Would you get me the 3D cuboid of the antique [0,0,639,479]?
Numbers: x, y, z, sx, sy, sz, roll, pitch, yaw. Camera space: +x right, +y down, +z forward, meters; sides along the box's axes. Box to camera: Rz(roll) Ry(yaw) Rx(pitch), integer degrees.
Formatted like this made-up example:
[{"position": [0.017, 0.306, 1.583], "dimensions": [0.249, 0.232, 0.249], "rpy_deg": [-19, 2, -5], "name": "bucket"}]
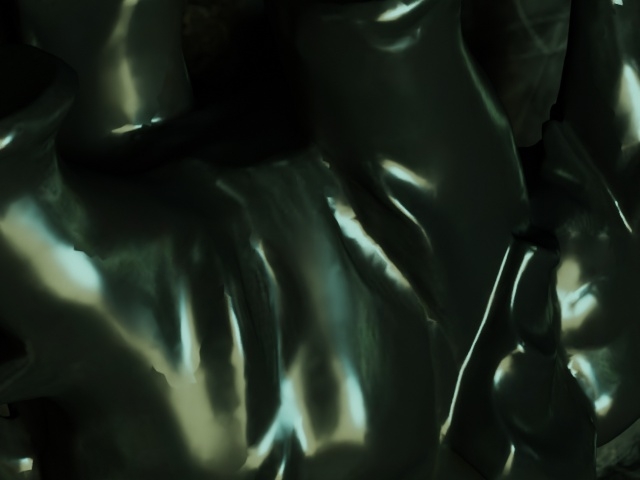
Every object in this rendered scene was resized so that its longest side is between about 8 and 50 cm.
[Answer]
[{"position": [0.000, 0.000, 0.658], "dimensions": [0.322, 0.185, 0.255], "rpy_deg": [-23, 119, -17], "name": "antique"}]
